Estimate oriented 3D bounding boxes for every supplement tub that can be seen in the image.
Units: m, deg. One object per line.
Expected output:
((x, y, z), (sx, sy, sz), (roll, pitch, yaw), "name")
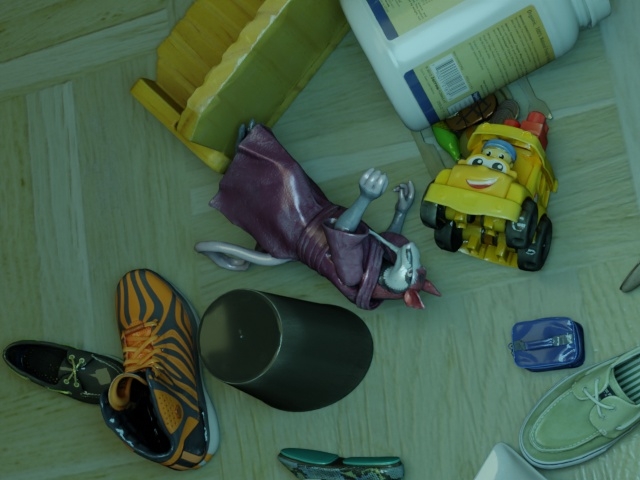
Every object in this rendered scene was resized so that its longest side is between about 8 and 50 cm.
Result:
((0.209, -0.314, 1.841), (0.316, 0.228, 0.228), (-28, 69, 7), "supplement tub")

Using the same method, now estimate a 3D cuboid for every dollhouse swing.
((-0.140, -0.312, 1.964), (0.315, 0.305, 0.347), (42, 98, 25), "dollhouse swing")

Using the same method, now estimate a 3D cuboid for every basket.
((-0.060, 0.147, 1.867), (0.204, 0.227, 0.154), (-17, 72, 19), "basket")

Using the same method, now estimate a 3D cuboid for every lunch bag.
((0.298, 0.137, 1.801), (0.098, 0.065, 0.067), (-10, 74, 21), "lunch bag")

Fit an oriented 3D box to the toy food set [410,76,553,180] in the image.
((0.216, -0.176, 1.922), (0.192, 0.038, 0.132), (-31, 68, 15), "toy food set")

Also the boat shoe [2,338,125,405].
((-0.385, 0.202, 2.084), (0.227, 0.068, 0.081), (10, 83, 25), "boat shoe")

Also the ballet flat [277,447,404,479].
((0.025, 0.328, 1.882), (0.188, 0.070, 0.070), (1, 79, 27), "ballet flat")

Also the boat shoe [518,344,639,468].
((0.378, 0.190, 1.737), (0.302, 0.094, 0.109), (-36, 67, 13), "boat shoe")

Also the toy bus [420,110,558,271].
((0.242, -0.083, 1.798), (0.149, 0.220, 0.211), (16, 79, 22), "toy bus")

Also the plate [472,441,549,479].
((0.230, 0.425, 1.711), (0.277, 0.045, 0.278), (-60, 25, 2), "plate")

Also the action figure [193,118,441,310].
((0.000, 0.000, 1.863), (0.370, 0.248, 0.276), (40, 96, 29), "action figure")

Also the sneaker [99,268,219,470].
((-0.249, 0.174, 1.968), (0.124, 0.180, 0.321), (-29, 69, 15), "sneaker")

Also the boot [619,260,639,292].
((0.459, 0.044, 1.767), (0.087, 0.042, 0.118), (41, 103, 18), "boot")
